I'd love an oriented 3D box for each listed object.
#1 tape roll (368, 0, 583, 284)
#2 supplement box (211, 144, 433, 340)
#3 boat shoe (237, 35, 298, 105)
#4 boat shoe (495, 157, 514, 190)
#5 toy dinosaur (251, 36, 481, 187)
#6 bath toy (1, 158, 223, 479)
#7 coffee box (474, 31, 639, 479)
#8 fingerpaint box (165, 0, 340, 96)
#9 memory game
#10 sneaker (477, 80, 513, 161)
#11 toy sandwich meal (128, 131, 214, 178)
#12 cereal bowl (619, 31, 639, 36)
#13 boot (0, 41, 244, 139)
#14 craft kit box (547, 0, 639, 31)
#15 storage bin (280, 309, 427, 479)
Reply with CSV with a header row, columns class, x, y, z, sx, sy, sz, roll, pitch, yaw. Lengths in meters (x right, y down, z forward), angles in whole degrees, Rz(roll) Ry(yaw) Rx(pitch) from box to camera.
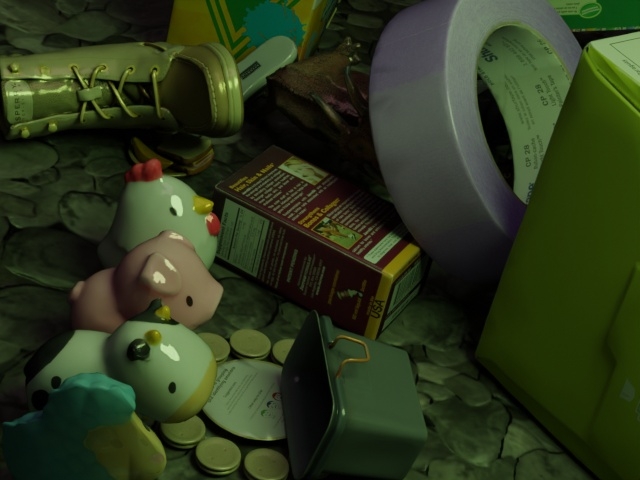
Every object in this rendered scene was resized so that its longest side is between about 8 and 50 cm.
class,x,y,z,sx,sy,sz,roll,pitch,yaw
tape roll,0.163,-0.101,1.448,0.090,0.274,0.275,-15,16,39
supplement box,0.000,0.000,1.438,0.188,0.080,0.104,27,37,18
boat shoe,-0.081,-0.159,1.637,0.142,0.040,0.049,-34,61,-4
boat shoe,0.202,-0.062,1.608,0.178,0.060,0.064,12,35,-2
toy dinosaur,0.023,-0.129,1.533,0.296,0.127,0.200,18,19,33
bath toy,-0.147,0.054,1.260,0.151,0.129,0.348,3,33,6
coffee box,0.389,0.037,1.293,0.334,0.337,0.338,-15,45,-34
fingerpaint box,-0.019,-0.429,1.777,0.163,0.371,0.445,18,36,3
memory game,-0.053,0.135,1.293,0.186,0.012,0.186,9,36,-6
sneaker,0.198,-0.214,1.678,0.153,0.268,0.101,22,4,0
toy sandwich meal,-0.150,-0.091,1.559,0.086,0.029,0.085,9,35,-6
cereal bowl,0.423,-0.132,1.713,0.339,0.141,0.339,10,36,-7
boot,-0.203,-0.142,1.508,0.203,0.095,0.262,-9,17,-26
craft kit box,0.333,-0.274,1.817,0.250,0.061,0.246,0,13,12
storage bin,0.031,0.126,1.251,0.091,0.098,0.135,13,34,-19
